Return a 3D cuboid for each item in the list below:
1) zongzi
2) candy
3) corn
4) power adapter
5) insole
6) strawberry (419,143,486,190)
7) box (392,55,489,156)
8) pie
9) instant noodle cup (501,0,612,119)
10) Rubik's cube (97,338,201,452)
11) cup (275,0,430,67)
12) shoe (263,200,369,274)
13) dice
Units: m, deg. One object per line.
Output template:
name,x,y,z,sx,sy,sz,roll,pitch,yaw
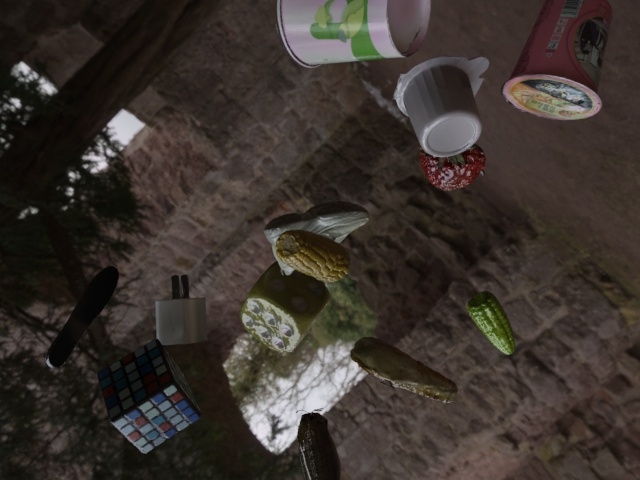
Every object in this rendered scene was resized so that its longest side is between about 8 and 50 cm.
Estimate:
zongzi,-0.004,0.617,1.662,0.241,0.111,0.247,73,-176,-79
candy,0.524,0.254,1.677,0.209,0.097,0.097,58,-175,-7
corn,-0.012,0.033,1.286,0.106,0.106,0.305,48,-173,23
power adapter,-0.416,0.203,1.663,0.130,0.125,0.204,24,-118,-75
insole,-0.607,0.189,1.435,0.012,0.309,0.110,11,144,14
strawberry,0.478,-0.238,2.003,0.233,0.137,0.306,3,152,23
box,0.383,-0.382,1.628,0.262,0.291,0.206,38,-144,-48
pie,0.227,0.347,1.502,0.315,0.092,0.315,25,176,2
instant noodle cup,0.597,-0.456,1.368,0.244,0.255,0.244,20,174,2
Rubik's cube,-0.452,0.411,1.474,0.187,0.182,0.184,44,159,49
cup,0.081,-0.503,1.220,0.274,0.253,0.253,17,169,33
shoe,0.000,0.000,1.805,0.132,0.342,0.210,-125,21,-66
dice,-0.123,0.227,1.951,0.238,0.227,0.233,34,-138,6
